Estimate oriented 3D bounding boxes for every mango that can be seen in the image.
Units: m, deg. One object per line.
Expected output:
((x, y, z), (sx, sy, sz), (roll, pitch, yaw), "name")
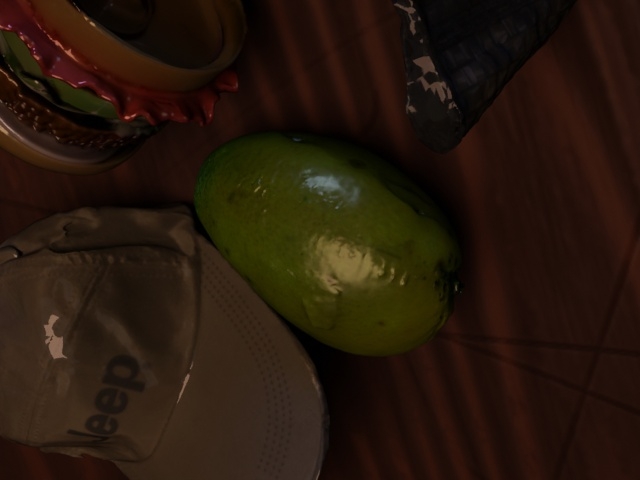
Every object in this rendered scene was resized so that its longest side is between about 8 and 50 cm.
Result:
((0.000, 0.000, 0.715), (0.178, 0.100, 0.119), (31, 122, 18), "mango")

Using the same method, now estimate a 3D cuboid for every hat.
((-0.121, 0.104, 0.761), (0.244, 0.149, 0.214), (49, 127, 45), "hat")

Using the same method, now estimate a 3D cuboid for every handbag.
((0.053, -0.188, 0.574), (0.089, 0.175, 0.270), (-8, 105, 27), "handbag")

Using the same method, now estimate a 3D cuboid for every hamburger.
((-0.139, -0.117, 0.691), (0.137, 0.175, 0.175), (-38, 93, 36), "hamburger")
